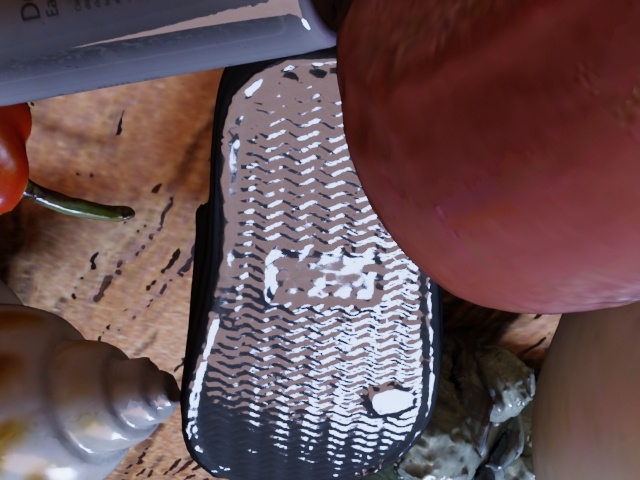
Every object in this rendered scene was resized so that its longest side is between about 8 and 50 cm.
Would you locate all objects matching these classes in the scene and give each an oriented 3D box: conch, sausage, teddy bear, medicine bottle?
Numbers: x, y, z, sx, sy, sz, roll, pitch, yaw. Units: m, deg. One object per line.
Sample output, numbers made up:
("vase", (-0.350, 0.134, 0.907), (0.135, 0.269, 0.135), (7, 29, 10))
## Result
("conch", (-0.189, 0.079, 0.732), (0.275, 0.148, 0.183), (19, -167, 28))
("sausage", (0.096, -0.056, 0.406), (0.148, 0.148, 0.254), (22, 150, -28))
("teddy bear", (0.067, 0.102, 0.777), (0.213, 0.111, 0.133), (0, 131, -52))
("medicine bottle", (-0.091, -0.075, 0.499), (0.199, 0.057, 0.057), (-7, 151, 20))

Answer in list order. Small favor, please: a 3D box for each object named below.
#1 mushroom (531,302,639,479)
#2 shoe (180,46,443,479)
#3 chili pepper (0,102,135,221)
("mushroom", (0.266, 0.107, 0.544), (0.325, 0.353, 0.353), (-20, 158, -15))
("shoe", (0.000, 0.000, 0.622), (0.108, 0.093, 0.241), (4, 131, -3))
("chili pepper", (-0.188, -0.058, 0.575), (0.272, 0.063, 0.071), (27, 132, -29))
